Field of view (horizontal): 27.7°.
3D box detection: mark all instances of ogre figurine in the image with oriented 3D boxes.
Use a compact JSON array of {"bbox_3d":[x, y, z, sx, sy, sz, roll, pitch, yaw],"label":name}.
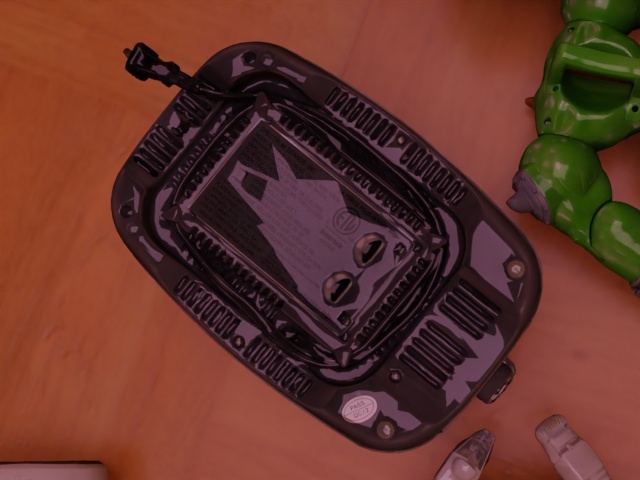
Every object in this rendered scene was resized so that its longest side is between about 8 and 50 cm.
[{"bbox_3d":[0.164,-0.068,0.639,0.118,0.097,0.197,16,99,-2],"label":"ogre figurine"}]

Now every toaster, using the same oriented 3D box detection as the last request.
[{"bbox_3d":[0.000,0.000,0.630,0.227,0.146,0.129,38,90,9],"label":"toaster"}]

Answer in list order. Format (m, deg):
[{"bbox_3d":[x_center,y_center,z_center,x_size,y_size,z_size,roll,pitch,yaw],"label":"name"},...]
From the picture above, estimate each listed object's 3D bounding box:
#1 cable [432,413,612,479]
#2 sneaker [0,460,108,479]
[{"bbox_3d":[0.098,0.244,0.623,0.257,0.089,0.257,-44,81,3],"label":"cable"},{"bbox_3d":[-0.254,0.179,0.672,0.290,0.106,0.123,-3,82,7],"label":"sneaker"}]
